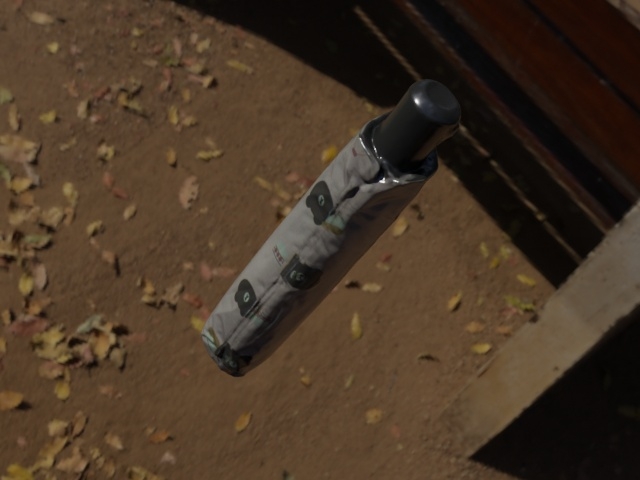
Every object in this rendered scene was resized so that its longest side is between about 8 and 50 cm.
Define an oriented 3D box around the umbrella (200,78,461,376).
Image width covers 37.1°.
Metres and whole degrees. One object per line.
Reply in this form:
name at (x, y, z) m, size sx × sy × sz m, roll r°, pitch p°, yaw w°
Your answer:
umbrella at (0.000, 0.000, 0.750) m, size 0.067 × 0.337 × 0.073 m, roll 39°, pitch 40°, yaw -1°
